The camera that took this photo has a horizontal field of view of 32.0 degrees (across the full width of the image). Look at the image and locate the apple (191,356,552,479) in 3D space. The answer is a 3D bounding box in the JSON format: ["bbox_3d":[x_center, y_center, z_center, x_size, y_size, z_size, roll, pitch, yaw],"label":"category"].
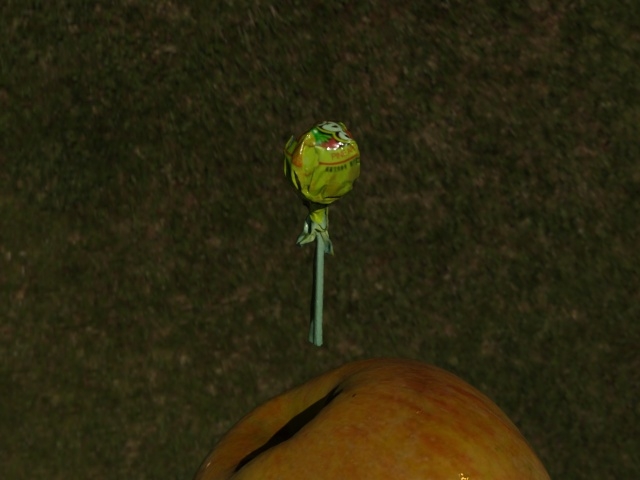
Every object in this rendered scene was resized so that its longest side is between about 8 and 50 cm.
[{"bbox_3d":[0.036,0.303,1.119,0.333,0.400,0.400,39,109,-10],"label":"apple"}]

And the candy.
[{"bbox_3d":[-0.003,-0.001,1.131,0.077,0.073,0.262,-15,127,-25],"label":"candy"}]
